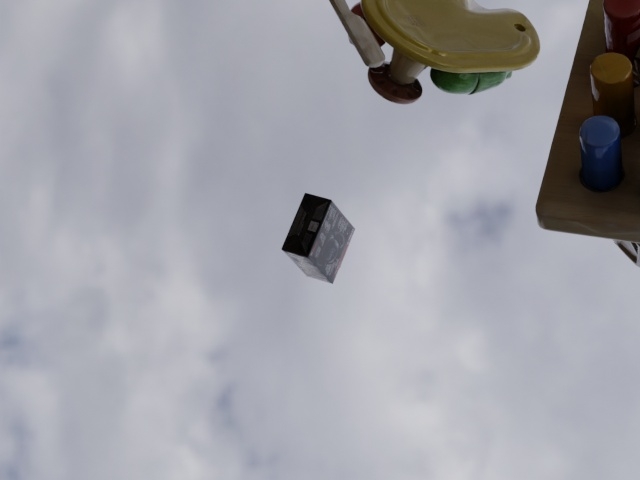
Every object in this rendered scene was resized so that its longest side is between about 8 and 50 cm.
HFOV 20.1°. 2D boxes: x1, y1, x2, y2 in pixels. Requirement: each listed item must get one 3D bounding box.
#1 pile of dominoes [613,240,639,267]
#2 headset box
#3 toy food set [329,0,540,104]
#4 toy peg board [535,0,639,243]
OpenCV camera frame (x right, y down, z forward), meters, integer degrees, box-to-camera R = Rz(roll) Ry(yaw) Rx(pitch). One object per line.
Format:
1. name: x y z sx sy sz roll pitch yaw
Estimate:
1. pile of dominoes: 0.275 0.039 1.194 0.040 0.251 0.196 -41 -173 -4
2. headset box: 0.000 0.000 1.743 0.032 0.083 0.062 16 -104 24
3. toy food set: 0.087 -0.168 1.571 0.128 0.218 0.071 57 -45 33
4. toy peg board: 0.200 -0.081 0.904 0.161 0.079 0.160 8 -123 18
